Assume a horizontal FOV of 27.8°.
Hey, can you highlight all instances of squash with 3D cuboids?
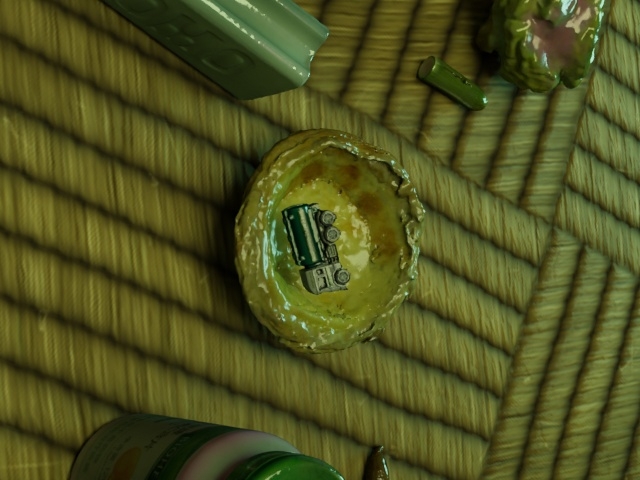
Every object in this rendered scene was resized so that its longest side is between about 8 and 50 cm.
[{"bbox_3d":[0.140,-0.159,1.334,0.083,0.027,0.027,28,72,-30],"label":"squash"}]

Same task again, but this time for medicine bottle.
[{"bbox_3d":[-0.087,0.210,1.017,0.133,0.274,0.133,2,87,-34],"label":"medicine bottle"}]

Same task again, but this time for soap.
[{"bbox_3d":[-0.104,-0.206,1.121,0.198,0.119,0.066,34,69,-27],"label":"soap"}]

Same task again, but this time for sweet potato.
[{"bbox_3d":[0.050,0.256,1.253,0.026,0.026,0.115,22,74,-31],"label":"sweet potato"}]

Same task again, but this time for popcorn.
[{"bbox_3d":[0.230,-0.223,1.343,0.125,0.126,0.145,-51,142,-9],"label":"popcorn"}]

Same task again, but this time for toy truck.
[{"bbox_3d":[-0.005,0.007,1.125,0.044,0.039,0.083,-16,97,-13],"label":"toy truck"}]

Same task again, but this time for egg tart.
[{"bbox_3d":[0.000,0.000,1.196,0.213,0.090,0.212,2,85,-31],"label":"egg tart"}]
